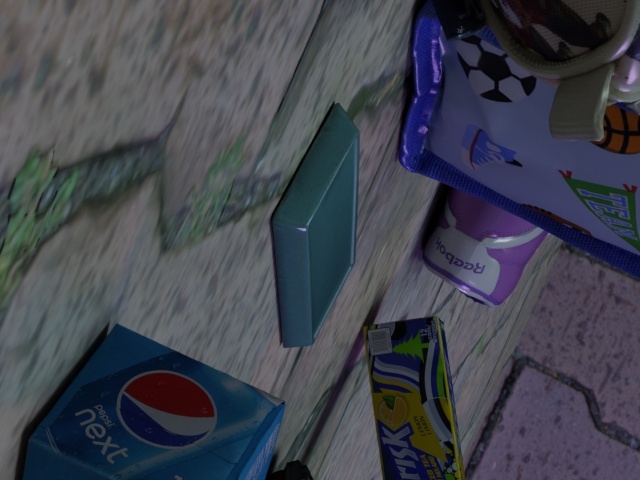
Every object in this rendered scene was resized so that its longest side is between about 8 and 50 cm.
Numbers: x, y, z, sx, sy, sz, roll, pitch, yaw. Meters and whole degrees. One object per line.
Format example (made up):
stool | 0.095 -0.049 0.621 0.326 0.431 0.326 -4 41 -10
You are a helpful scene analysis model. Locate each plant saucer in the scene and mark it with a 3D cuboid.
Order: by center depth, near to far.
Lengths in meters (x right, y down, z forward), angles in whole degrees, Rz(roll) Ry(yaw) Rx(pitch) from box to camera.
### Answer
plant saucer | 0.000 0.000 0.995 0.067 0.018 0.192 -62 171 -18

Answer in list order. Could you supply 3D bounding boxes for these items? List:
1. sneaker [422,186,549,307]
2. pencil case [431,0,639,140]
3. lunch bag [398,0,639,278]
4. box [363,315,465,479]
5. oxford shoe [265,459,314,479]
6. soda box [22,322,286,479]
sneaker | 0.153 -0.037 1.530 0.282 0.102 0.161 -25 144 -59
pencil case | 0.252 -0.166 0.898 0.160 0.410 0.183 21 -61 61
lunch bag | 0.283 -0.121 1.120 0.239 0.385 0.328 89 27 -68
box | 0.068 0.139 1.360 0.059 0.054 0.169 43 40 -80
oxford shoe | -0.042 0.222 1.170 0.227 0.096 0.083 -80 158 -46
soda box | -0.075 0.133 0.753 0.067 0.071 0.210 -56 167 -46
